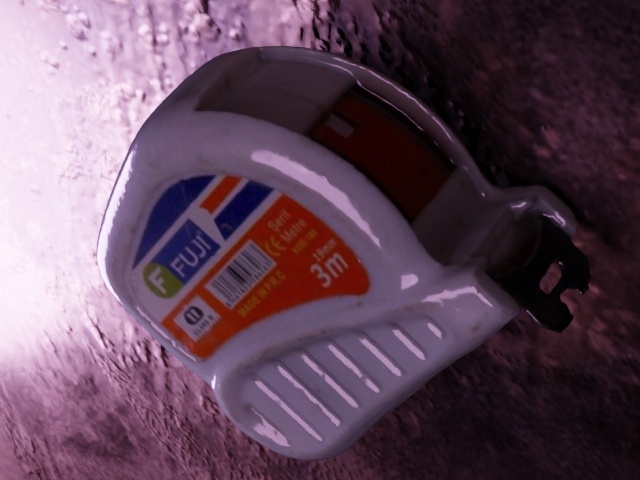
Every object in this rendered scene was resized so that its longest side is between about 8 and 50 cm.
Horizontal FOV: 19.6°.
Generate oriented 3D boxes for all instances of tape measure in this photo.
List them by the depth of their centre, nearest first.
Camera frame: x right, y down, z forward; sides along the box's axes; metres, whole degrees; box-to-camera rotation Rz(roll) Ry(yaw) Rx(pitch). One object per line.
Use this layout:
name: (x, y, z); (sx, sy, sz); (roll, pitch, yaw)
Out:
tape measure: (0.001, 0.001, 1.090); (0.246, 0.125, 0.243); (45, 137, -1)
